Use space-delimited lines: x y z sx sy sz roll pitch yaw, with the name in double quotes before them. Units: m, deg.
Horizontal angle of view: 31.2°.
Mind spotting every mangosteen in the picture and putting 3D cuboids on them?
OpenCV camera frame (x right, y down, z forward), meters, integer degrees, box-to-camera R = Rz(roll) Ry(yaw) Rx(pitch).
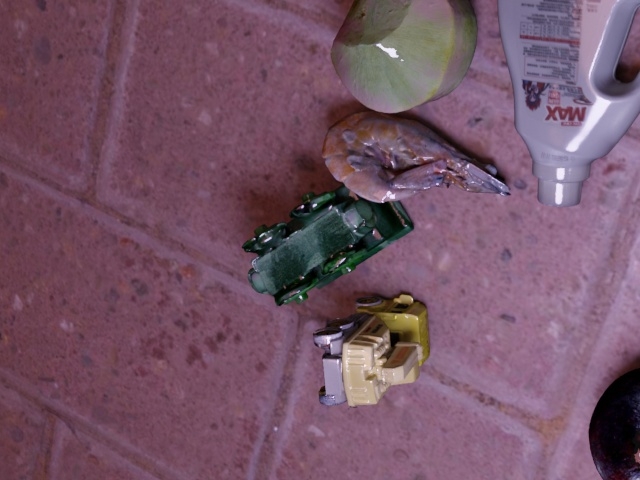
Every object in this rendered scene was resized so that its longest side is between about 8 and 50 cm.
"mangosteen" 0.502 0.302 1.705 0.216 0.216 0.216 8 107 28

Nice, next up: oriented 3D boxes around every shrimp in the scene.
"shrimp" 0.146 -0.115 1.831 0.317 0.164 0.062 22 157 17

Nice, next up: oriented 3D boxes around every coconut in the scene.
"coconut" 0.125 -0.300 1.734 0.236 0.236 0.204 -11 94 32

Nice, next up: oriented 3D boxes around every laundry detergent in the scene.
"laundry detergent" 0.380 -0.244 1.666 0.264 0.125 0.397 10 109 27

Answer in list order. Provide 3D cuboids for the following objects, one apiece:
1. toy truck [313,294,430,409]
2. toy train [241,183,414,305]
"toy truck" 0.099 0.178 1.861 0.157 0.272 0.124 1 104 23
"toy train" 0.000 0.000 1.906 0.266 0.202 0.145 -33 86 33
